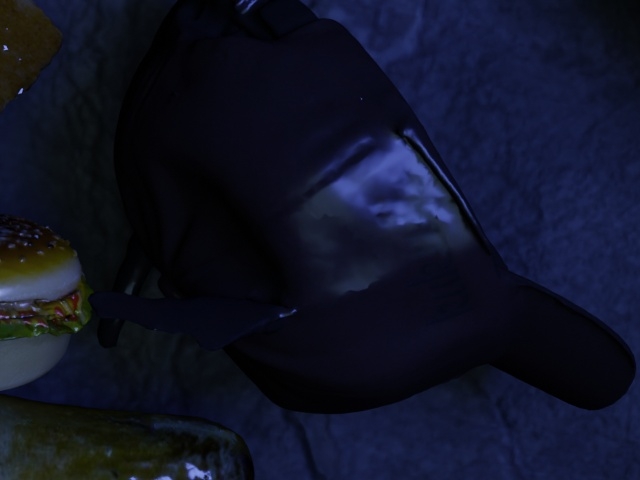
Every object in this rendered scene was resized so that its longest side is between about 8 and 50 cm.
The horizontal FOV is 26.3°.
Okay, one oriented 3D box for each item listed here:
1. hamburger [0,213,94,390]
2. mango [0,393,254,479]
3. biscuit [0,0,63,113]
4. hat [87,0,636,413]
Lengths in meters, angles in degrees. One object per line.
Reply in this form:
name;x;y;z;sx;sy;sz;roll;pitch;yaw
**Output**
hamburger;-0.187;0.027;0.729;0.126;0.141;0.081;-4;117;-22
mango;-0.201;0.168;0.753;0.329;0.175;0.176;2;140;-31
biscuit;-0.240;-0.076;0.692;0.131;0.026;0.237;47;54;-17
hat;-0.003;0.031;0.730;0.209;0.238;0.336;-46;117;-3
